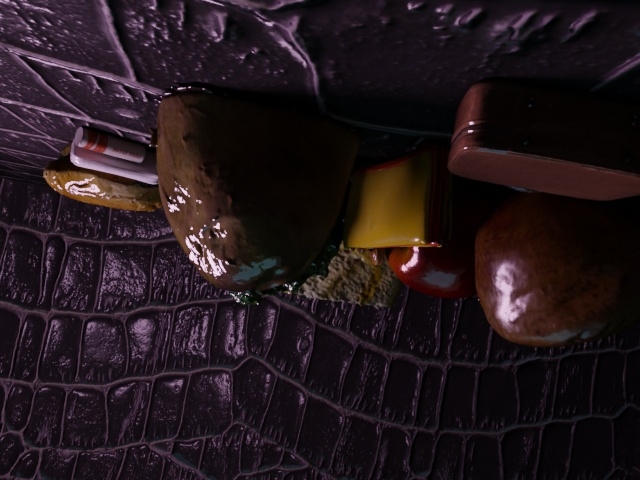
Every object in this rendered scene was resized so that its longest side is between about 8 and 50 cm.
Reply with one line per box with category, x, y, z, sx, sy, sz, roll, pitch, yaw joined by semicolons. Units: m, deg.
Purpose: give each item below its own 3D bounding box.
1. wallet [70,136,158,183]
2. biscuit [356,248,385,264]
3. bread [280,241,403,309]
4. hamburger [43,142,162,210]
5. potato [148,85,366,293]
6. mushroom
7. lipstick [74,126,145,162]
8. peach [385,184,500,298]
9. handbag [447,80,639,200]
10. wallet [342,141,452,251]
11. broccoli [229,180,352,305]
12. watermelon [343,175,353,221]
wallet;-0.416;-0.168;1.186;0.189;0.033;0.095;14;-143;-27
biscuit;0.101;-0.050;1.016;0.035;0.163;0.250;-2;150;-18
bread;-0.007;-0.006;1.311;0.394;0.264;0.239;11;-171;-4
hamburger;-0.505;-0.147;1.333;0.308;0.133;0.211;11;180;18
potato;-0.105;-0.051;0.786;0.300;0.238;0.288;10;177;-10
mushroom;0.322;0.002;0.717;0.282;0.195;0.263;-18;-176;-24
lipstick;-0.413;-0.187;1.126;0.038;0.039;0.130;7;176;45
peach;0.232;0.001;1.027;0.243;0.200;0.243;6;-174;-1
handbag;0.223;-0.091;0.563;0.193;0.072;0.151;9;177;-1
wallet;0.114;-0.055;0.844;0.067;0.141;0.241;7;175;-23
broccoli;-0.063;-0.015;1.020;0.294;0.265;0.245;-28;143;0
watermelon;0.049;-0.087;1.112;0.180;0.094;0.081;29;176;-12
